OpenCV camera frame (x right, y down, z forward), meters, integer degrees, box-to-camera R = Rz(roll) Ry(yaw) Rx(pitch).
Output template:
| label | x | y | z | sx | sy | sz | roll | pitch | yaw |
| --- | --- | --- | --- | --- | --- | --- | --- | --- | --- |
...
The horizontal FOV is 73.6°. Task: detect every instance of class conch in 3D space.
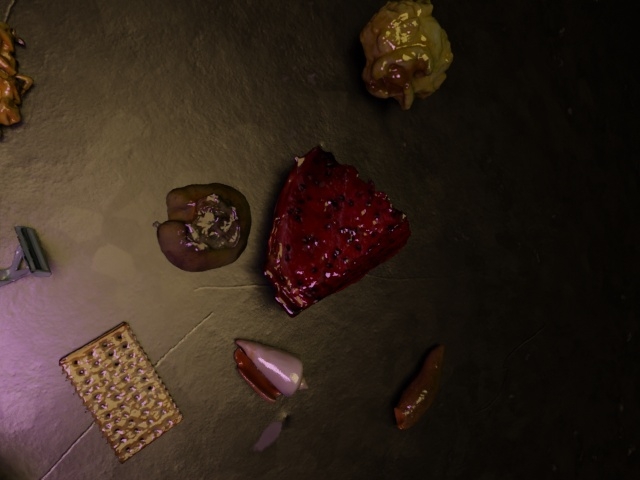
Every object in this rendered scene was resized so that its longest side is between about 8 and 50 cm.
| label | x | y | z | sx | sy | sz | roll | pitch | yaw |
| --- | --- | --- | --- | --- | --- | --- | --- | --- | --- |
| conch | -0.107 | 0.276 | 0.910 | 0.176 | 0.094 | 0.104 | 27 | 116 | -18 |

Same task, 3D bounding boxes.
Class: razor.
| label | x | y | z | sx | sy | sz | roll | pitch | yaw |
| --- | --- | --- | --- | --- | --- | --- | --- | --- | --- |
| razor | -0.597 | 0.083 | 0.701 | 0.277 | 0.056 | 0.111 | -30 | 64 | -18 |

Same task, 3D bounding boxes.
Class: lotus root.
| label | x | y | z | sx | sy | sz | roll | pitch | yaw |
| --- | --- | --- | --- | --- | --- | --- | --- | --- | --- |
| lotus root | -0.228 | -0.031 | 0.873 | 0.203 | 0.078 | 0.184 | -16 | 94 | -24 |

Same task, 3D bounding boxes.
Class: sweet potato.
| label | x | y | z | sx | sy | sz | roll | pitch | yaw |
| --- | --- | --- | --- | --- | --- | --- | --- | --- | --- |
| sweet potato | 0.268 | 0.373 | 1.099 | 0.077 | 0.077 | 0.244 | 45 | 71 | -18 |

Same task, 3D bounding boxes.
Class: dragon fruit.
| label | x | y | z | sx | sy | sz | roll | pitch | yaw |
| --- | --- | --- | --- | --- | --- | --- | --- | --- | --- |
| dragon fruit | 0.002 | 0.001 | 0.982 | 0.286 | 0.228 | 0.329 | 41 | 90 | 14 |

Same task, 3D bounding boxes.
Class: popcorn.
| label | x | y | z | sx | sy | sz | roll | pitch | yaw |
| --- | --- | --- | --- | --- | --- | --- | --- | --- | --- |
| popcorn | 0.211 | -0.463 | 1.048 | 0.256 | 0.194 | 0.255 | 31 | 79 | -41 |

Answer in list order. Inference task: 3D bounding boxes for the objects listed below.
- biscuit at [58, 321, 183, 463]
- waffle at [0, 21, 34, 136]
| label | x | y | z | sx | sy | sz | roll | pitch | yaw |
| --- | --- | --- | --- | --- | --- | --- | --- | --- | --- |
| biscuit | -0.377 | 0.289 | 0.816 | 0.139 | 0.016 | 0.232 | -31 | 101 | -24 |
| waffle | -0.640 | -0.282 | 0.687 | 0.329 | 0.062 | 0.330 | 2 | 86 | -26 |
